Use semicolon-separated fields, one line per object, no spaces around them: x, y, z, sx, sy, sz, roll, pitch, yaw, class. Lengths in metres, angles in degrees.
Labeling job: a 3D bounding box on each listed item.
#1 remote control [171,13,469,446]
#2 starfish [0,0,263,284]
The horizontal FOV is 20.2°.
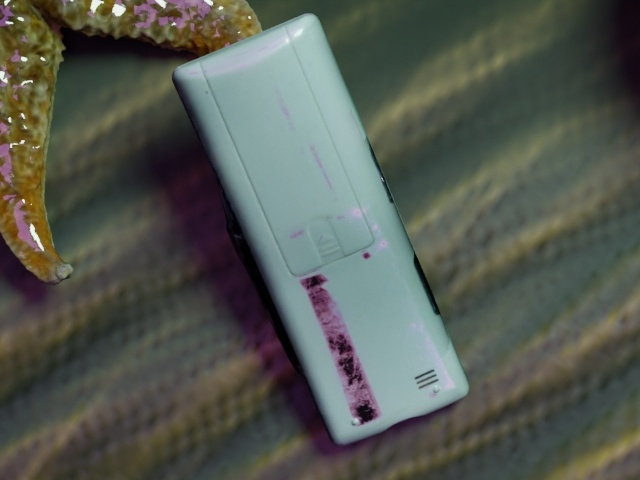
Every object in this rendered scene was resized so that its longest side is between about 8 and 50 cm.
0.000;0.000;0.693;0.065;0.029;0.166;-22;104;2;remote control
-0.092;-0.114;0.718;0.138;0.050;0.247;-13;95;5;starfish
